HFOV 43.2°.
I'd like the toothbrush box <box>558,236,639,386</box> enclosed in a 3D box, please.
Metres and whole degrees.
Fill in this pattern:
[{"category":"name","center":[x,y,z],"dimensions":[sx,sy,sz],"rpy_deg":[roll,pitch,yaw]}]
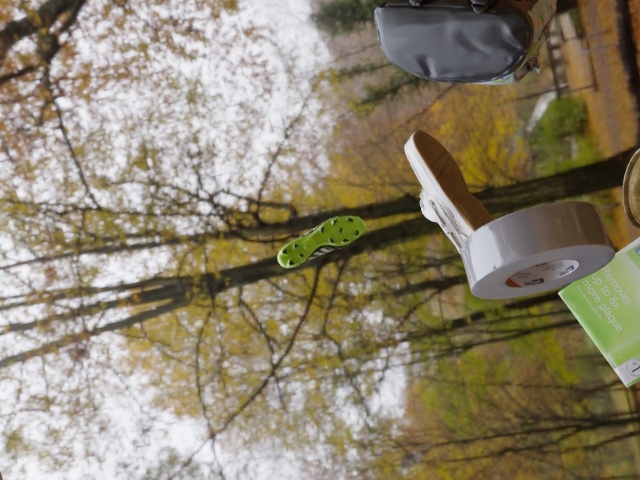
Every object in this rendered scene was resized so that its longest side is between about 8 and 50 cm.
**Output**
[{"category":"toothbrush box","center":[0.606,0.092,1.423],"dimensions":[0.206,0.283,0.122],"rpy_deg":[58,-154,14]}]

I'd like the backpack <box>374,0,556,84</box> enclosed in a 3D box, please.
[{"category":"backpack","center":[0.308,-0.419,1.534],"dimensions":[0.355,0.290,0.273],"rpy_deg":[-57,-33,-39]}]

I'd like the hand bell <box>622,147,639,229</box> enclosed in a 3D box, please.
[{"category":"hand bell","center":[0.582,-0.070,1.172],"dimensions":[0.126,0.242,0.126],"rpy_deg":[-177,90,-79]}]

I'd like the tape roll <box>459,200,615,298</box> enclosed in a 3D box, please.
[{"category":"tape roll","center":[0.326,0.019,1.224],"dimensions":[0.219,0.219,0.072],"rpy_deg":[40,-146,-63]}]

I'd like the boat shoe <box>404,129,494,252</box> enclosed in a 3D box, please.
[{"category":"boat shoe","center":[0.226,-0.074,1.505],"dimensions":[0.277,0.096,0.098],"rpy_deg":[55,-139,-12]}]

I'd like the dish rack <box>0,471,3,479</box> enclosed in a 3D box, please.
[{"category":"dish rack","center":[-0.594,0.245,1.156],"dimensions":[0.072,0.286,0.332],"rpy_deg":[-63,-20,-48]}]

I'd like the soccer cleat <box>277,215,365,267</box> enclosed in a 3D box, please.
[{"category":"soccer cleat","center":[0.000,0.000,1.541],"dimensions":[0.072,0.179,0.060],"rpy_deg":[-176,61,-89]}]
